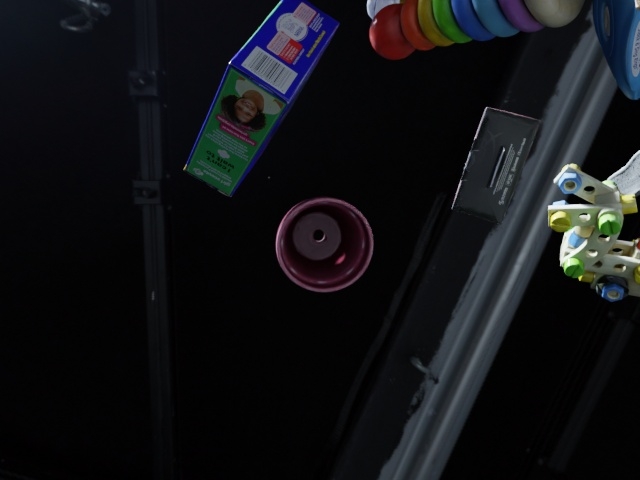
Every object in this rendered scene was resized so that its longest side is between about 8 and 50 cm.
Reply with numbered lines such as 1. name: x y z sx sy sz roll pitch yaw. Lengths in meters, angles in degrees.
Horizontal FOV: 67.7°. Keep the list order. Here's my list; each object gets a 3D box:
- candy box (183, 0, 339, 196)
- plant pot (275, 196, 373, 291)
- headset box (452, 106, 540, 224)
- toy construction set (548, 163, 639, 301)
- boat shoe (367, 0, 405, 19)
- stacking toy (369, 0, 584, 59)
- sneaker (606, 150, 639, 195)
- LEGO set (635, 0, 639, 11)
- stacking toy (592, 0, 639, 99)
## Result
1. candy box: -0.121 -0.276 0.939 0.122 0.317 0.268 32 -126 -10
2. plant pot: 0.000 0.000 1.058 0.202 0.180 0.201 -1 -83 -7
3. headset box: 0.382 -0.167 1.046 0.110 0.293 0.217 20 -73 16
4. toy construction set: 0.523 0.009 0.744 0.151 0.328 0.214 -40 -43 -39
5. boat shoe: 0.226 -0.656 1.073 0.136 0.156 0.366 -12 -43 -37
6. stacking toy: 0.207 -0.349 0.724 0.141 0.330 0.141 -1 -88 -37
7. sneaker: 0.834 -0.191 1.131 0.169 0.292 0.108 -26 -98 -1
8. LEGO set: 0.308 -0.218 0.221 0.132 0.287 0.107 39 -127 1
9. stacking toy: 0.494 -0.291 0.540 0.302 0.165 0.175 -8 -43 21
